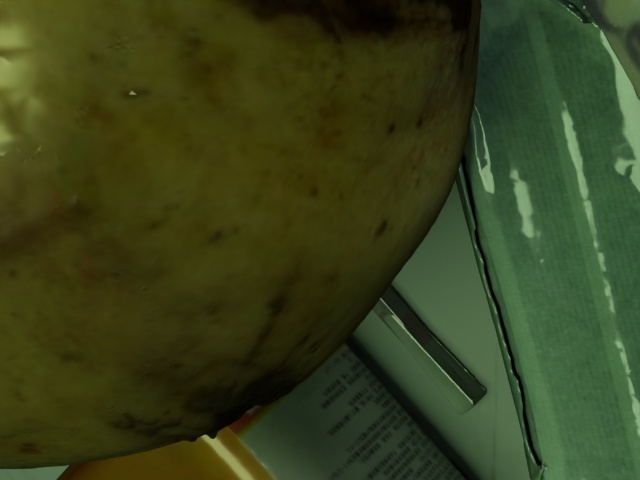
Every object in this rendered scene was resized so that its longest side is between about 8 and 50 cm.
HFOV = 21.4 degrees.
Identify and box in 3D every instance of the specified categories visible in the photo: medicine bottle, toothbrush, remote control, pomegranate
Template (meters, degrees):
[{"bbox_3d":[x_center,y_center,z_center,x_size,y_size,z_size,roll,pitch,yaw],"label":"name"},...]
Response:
[{"bbox_3d":[-0.004,0.153,0.749,0.222,0.112,0.149,49,128,4],"label":"medicine bottle"},{"bbox_3d":[0.001,-0.001,0.736,0.194,0.014,0.017,46,128,6],"label":"toothbrush"},{"bbox_3d":[0.107,0.005,0.649,0.104,0.052,0.247,-9,104,35],"label":"remote control"},{"bbox_3d":[-0.091,-0.081,0.587,0.322,0.322,0.322,14,119,27],"label":"pomegranate"}]

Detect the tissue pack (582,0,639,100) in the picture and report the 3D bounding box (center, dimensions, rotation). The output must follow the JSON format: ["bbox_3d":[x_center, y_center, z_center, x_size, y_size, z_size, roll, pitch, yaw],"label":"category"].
[{"bbox_3d":[0.248,-0.008,0.503,0.242,0.125,0.344,-23,96,36],"label":"tissue pack"}]
